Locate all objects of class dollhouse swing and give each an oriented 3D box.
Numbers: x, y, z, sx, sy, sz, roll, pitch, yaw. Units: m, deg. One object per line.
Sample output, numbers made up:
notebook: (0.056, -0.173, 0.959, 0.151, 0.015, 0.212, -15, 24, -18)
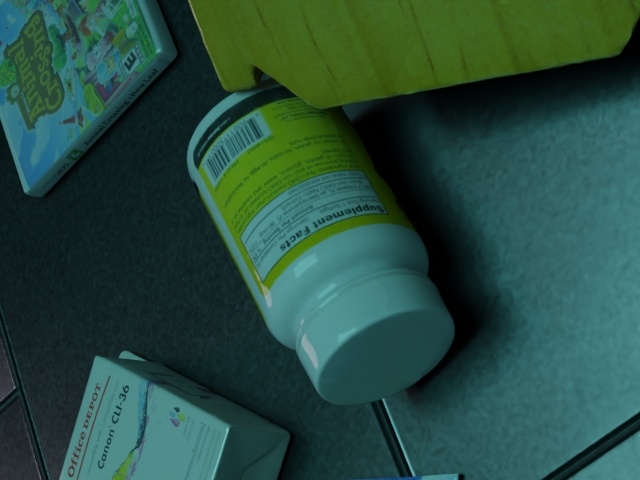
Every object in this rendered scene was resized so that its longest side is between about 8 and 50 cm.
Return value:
dollhouse swing: (0.097, -0.304, 1.127, 0.347, 0.305, 0.315, -8, 114, 30)

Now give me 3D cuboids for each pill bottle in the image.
pill bottle: (0.000, 0.000, 1.146, 0.119, 0.119, 0.208, -47, 53, 26)

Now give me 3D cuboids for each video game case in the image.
video game case: (-0.217, -0.176, 1.455, 0.193, 0.023, 0.212, -42, 55, 29)

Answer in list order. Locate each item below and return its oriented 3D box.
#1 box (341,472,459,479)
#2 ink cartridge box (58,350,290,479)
box: (0.040, 0.241, 1.108, 0.109, 0.042, 0.178, -10, 75, 41)
ink cartridge box: (-0.124, 0.158, 1.261, 0.198, 0.067, 0.115, 21, 96, 44)
